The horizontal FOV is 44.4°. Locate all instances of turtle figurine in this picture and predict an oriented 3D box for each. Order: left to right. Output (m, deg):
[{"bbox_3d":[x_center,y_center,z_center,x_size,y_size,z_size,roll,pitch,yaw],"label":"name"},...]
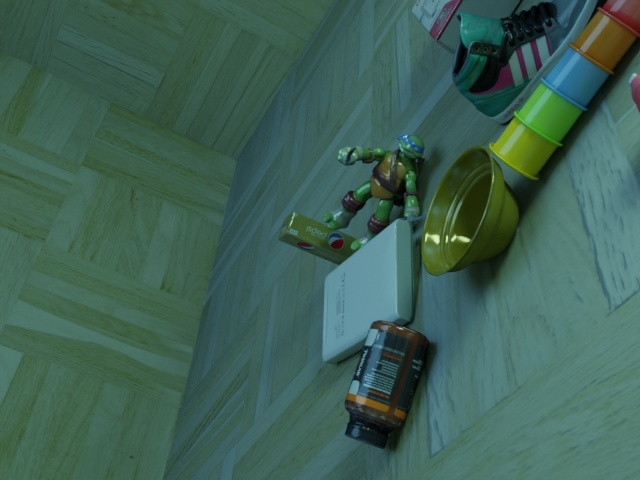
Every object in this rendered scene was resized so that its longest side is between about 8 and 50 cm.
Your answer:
[{"bbox_3d":[0.102,-0.089,1.603,0.275,0.197,0.266,-82,19,-52],"label":"turtle figurine"}]

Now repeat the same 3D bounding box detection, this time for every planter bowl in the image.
[{"bbox_3d":[0.251,-0.034,1.245,0.217,0.090,0.217,-161,90,-75],"label":"planter bowl"}]

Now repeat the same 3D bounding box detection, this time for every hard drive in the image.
[{"bbox_3d":[0.089,0.111,1.579,0.307,0.040,0.203,-41,41,54],"label":"hard drive"}]

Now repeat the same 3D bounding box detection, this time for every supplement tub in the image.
[{"bbox_3d":[0.104,0.240,1.303,0.106,0.106,0.198,-17,50,68],"label":"supplement tub"}]

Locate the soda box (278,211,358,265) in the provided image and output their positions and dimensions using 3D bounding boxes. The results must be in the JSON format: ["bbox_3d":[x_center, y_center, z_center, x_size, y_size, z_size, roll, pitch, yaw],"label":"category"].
[{"bbox_3d":[0.000,0.000,1.810,0.061,0.181,0.058,-33,37,62],"label":"soda box"}]

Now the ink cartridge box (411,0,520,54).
[{"bbox_3d":[0.313,-0.522,1.679,0.207,0.117,0.283,-59,18,22],"label":"ink cartridge box"}]

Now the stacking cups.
[{"bbox_3d":[0.376,-0.239,1.151,0.316,0.096,0.096,-57,19,25],"label":"stacking cups"}]

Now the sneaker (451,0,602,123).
[{"bbox_3d":[0.320,-0.351,1.320,0.295,0.178,0.124,-55,20,33],"label":"sneaker"}]

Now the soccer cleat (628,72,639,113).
[{"bbox_3d":[0.471,-0.228,0.904,0.248,0.083,0.095,-48,53,34],"label":"soccer cleat"}]
